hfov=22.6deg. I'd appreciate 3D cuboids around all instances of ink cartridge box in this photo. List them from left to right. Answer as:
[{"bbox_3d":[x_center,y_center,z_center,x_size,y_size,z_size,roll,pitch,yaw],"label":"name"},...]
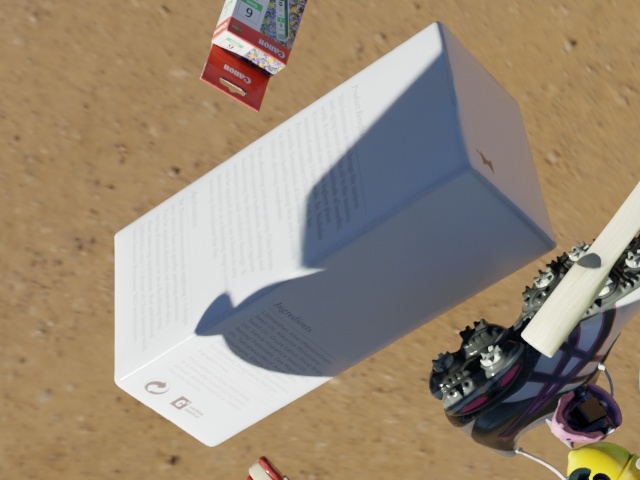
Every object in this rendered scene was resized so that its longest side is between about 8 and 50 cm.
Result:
[{"bbox_3d":[-0.055,-0.172,1.348,0.029,0.063,0.115,-29,39,53],"label":"ink cartridge box"}]

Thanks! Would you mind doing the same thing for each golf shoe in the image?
[{"bbox_3d":[0.236,0.095,1.537,0.273,0.105,0.120,-37,116,11],"label":"golf shoe"}]

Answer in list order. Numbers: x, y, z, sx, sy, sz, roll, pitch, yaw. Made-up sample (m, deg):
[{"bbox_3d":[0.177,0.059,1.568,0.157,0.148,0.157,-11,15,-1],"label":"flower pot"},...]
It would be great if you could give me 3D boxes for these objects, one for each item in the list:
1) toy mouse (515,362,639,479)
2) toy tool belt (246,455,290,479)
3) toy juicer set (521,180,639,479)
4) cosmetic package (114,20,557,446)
[{"bbox_3d":[0.183,0.151,1.065,0.031,0.143,0.161,-56,40,43],"label":"toy mouse"},{"bbox_3d":[-0.024,0.168,0.901,0.051,0.052,0.083,-41,96,-1],"label":"toy tool belt"},{"bbox_3d":[0.263,0.111,1.167,0.209,0.089,0.329,-37,49,10],"label":"toy juicer set"},{"bbox_3d":[0.000,0.000,1.675,0.453,0.161,0.230,-32,40,24],"label":"cosmetic package"}]
